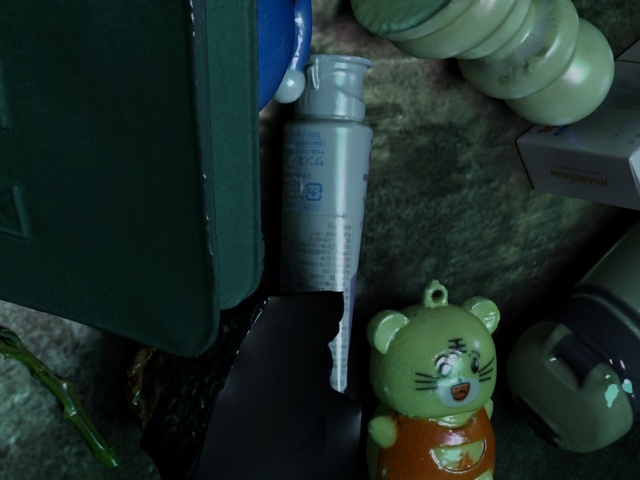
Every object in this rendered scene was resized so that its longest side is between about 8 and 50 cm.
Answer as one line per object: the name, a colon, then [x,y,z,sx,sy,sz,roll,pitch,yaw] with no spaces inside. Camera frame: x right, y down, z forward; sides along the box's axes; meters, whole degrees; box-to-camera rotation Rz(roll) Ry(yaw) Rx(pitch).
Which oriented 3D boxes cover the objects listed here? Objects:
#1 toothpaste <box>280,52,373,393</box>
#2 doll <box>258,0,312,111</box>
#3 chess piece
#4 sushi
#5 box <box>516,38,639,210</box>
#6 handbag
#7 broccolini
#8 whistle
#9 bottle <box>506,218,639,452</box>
toothpaste: [0.000,0.000,0.952,0.073,0.114,0.299,2,95,-28]
doll: [-0.077,-0.186,0.838,0.215,0.161,0.257,53,53,-17]
chess piece: [0.160,-0.180,0.999,0.251,0.144,0.144,28,84,-40]
sushi: [-0.073,0.109,0.890,0.153,0.150,0.172,-2,102,-34]
box: [0.320,-0.125,1.107,0.233,0.149,0.067,-39,116,-22]
handbag: [-0.151,-0.096,0.712,0.089,0.239,0.326,-47,144,-50]
broccolini: [-0.210,0.109,0.866,0.194,0.054,0.052,42,57,-35]
whistle: [0.101,0.174,1.050,0.131,0.106,0.288,-7,104,-26]
bottle: [0.337,0.069,1.158,0.347,0.168,0.168,-36,118,-18]
